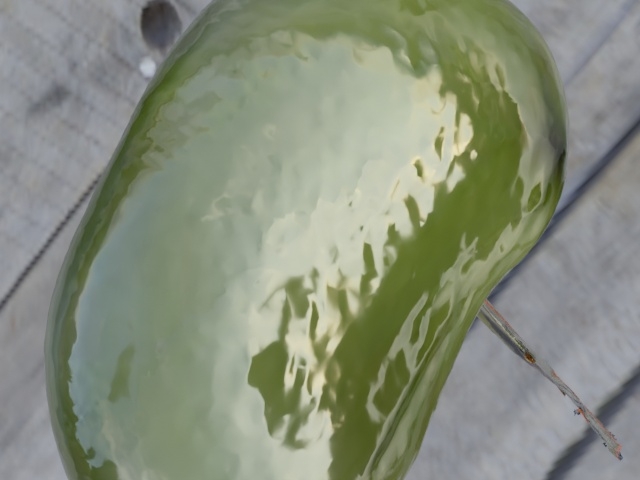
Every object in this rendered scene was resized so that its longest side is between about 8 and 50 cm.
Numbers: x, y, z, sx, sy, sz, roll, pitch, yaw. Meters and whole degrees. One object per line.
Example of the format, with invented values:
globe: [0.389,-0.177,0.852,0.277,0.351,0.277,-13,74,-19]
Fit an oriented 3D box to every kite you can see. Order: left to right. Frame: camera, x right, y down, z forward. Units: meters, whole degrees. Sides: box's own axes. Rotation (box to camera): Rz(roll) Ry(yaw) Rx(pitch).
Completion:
kite: [0.116,0.046,1.340,0.013,0.377,0.327,-44,126,2]

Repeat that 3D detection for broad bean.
broad bean: [0.000,0.000,0.648,0.121,0.263,0.189,-2,133,32]
